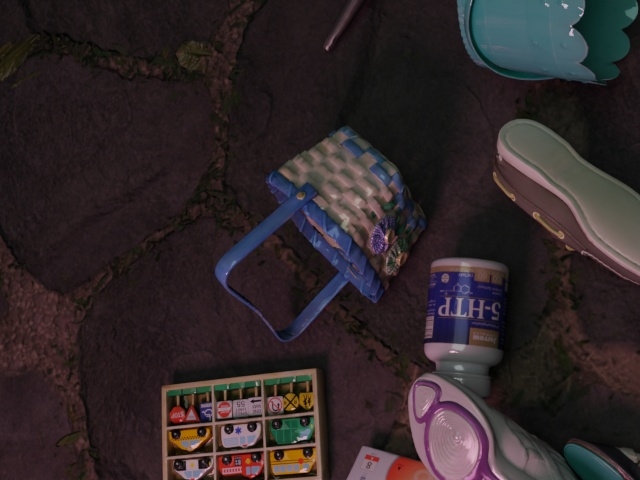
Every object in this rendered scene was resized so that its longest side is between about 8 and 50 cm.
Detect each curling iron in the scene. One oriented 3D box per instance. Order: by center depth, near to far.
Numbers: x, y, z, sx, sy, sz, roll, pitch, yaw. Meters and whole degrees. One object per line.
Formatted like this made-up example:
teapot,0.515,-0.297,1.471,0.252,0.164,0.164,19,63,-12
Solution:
curling iron,0.086,-0.415,1.748,0.035,0.068,0.274,36,99,24

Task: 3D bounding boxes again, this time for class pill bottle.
pill bottle,0.202,0.124,1.547,0.112,0.112,0.187,1,79,23

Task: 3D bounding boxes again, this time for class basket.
basket,0.000,0.000,1.583,0.289,0.255,0.201,-42,59,-1

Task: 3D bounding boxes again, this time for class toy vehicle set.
toy vehicle set,-0.117,0.292,1.687,0.266,0.035,0.166,-9,75,21

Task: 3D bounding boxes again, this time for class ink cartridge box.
ink cartridge box,0.087,0.382,1.530,0.145,0.045,0.179,9,54,33

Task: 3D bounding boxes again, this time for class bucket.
bucket,0.316,-0.352,1.524,0.183,0.281,0.281,8,82,30

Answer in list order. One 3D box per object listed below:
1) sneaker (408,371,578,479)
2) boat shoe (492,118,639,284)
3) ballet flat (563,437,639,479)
sneaker,0.238,0.293,1.467,0.305,0.152,0.114,46,113,11
boat shoe,0.358,-0.042,1.530,0.109,0.091,0.305,-32,65,-27
ballet flat,0.408,0.316,1.425,0.203,0.074,0.074,39,95,30
